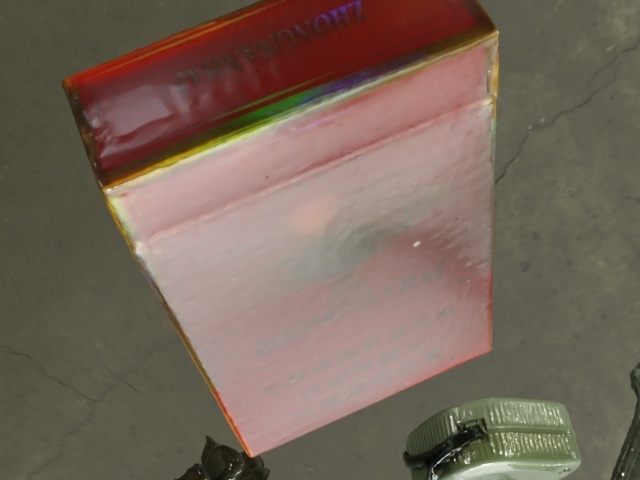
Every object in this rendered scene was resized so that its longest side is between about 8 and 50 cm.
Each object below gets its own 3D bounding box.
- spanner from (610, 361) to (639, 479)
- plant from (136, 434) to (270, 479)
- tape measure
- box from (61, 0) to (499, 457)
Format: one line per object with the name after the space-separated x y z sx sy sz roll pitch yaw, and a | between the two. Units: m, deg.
0.239 0.196 0.671 0.071 0.017 0.302 25 47 17 | spanner
-0.160 0.380 1.094 0.188 0.199 0.276 28 87 -8 | plant
0.202 0.298 1.150 0.207 0.235 0.115 6 56 -27 | tape measure
0.001 0.000 0.529 0.197 0.313 0.089 -22 55 -6 | box
